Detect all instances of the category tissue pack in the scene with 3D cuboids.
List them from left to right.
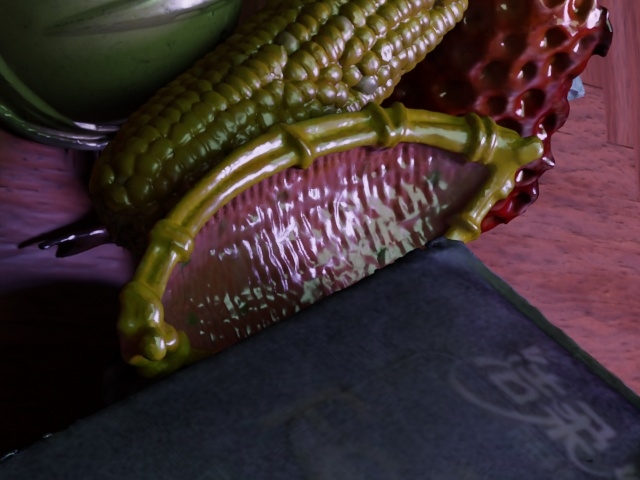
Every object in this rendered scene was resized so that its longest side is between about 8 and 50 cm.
[{"bbox_3d":[0.009,0.180,0.978,0.394,0.288,0.124,-24,142,-32],"label":"tissue pack"}]

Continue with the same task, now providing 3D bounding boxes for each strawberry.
[{"bbox_3d":[0.083,-0.122,1.401,0.150,0.280,0.253,-4,104,-16],"label":"strawberry"}]

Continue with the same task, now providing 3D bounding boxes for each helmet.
[{"bbox_3d":[-0.111,-0.166,1.243,0.257,0.137,0.204,-16,95,-52],"label":"helmet"}]

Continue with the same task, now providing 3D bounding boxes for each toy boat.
[{"bbox_3d":[-0.006,0.000,1.129,0.318,0.099,0.141,-26,113,-37],"label":"toy boat"}]

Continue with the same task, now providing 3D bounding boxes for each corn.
[{"bbox_3d":[-0.023,-0.096,1.214,0.313,0.102,0.102,-44,119,-24],"label":"corn"}]

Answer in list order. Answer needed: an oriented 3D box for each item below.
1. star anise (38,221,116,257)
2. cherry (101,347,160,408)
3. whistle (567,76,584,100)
[{"bbox_3d":[-0.105,-0.021,1.293,0.140,0.144,0.158,67,9,-75],"label":"star anise"},{"bbox_3d":[-0.002,0.144,1.252,0.296,0.218,0.255,26,91,-26],"label":"cherry"},{"bbox_3d":[0.145,-0.254,1.651,0.062,0.062,0.312,-41,116,-48],"label":"whistle"}]
